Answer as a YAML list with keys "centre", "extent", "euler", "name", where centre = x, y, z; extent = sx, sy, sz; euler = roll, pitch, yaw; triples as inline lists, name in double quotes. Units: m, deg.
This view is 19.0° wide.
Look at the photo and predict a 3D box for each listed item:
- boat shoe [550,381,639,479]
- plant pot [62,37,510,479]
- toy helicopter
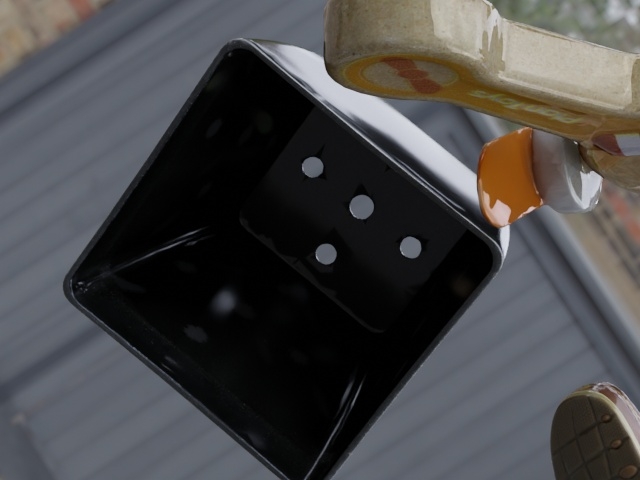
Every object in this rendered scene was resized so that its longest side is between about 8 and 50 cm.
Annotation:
- centre: [0.187, 0.153, 1.099]
  extent: [0.064, 0.060, 0.178]
  euler: [-11, -67, 42]
  name: "boat shoe"
- centre: [0.000, 0.000, 1.101]
  extent: [0.187, 0.188, 0.167]
  euler: [39, 22, 6]
  name: "plant pot"
- centre: [0.145, -0.070, 0.988]
  extent: [0.235, 0.355, 0.140]
  euler: [-13, -111, 55]
  name: "toy helicopter"
